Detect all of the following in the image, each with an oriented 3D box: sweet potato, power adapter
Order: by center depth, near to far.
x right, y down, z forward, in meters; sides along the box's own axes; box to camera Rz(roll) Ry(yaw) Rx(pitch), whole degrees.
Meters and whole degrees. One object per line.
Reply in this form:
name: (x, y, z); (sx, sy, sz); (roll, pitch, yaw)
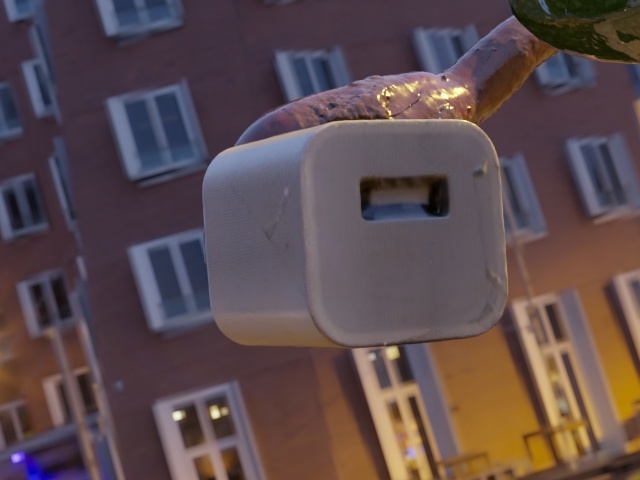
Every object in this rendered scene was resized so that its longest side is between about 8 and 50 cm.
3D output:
power adapter: (0.000, 0.000, 0.899); (0.130, 0.125, 0.205); (-4, -1, -29)
sweet potato: (0.080, -0.108, 1.298); (0.385, 0.109, 0.109); (-24, -5, -29)

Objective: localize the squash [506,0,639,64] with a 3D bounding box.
squash: (0.109, -0.085, 0.429); (0.077, 0.068, 0.219); (-22, 12, -16)
